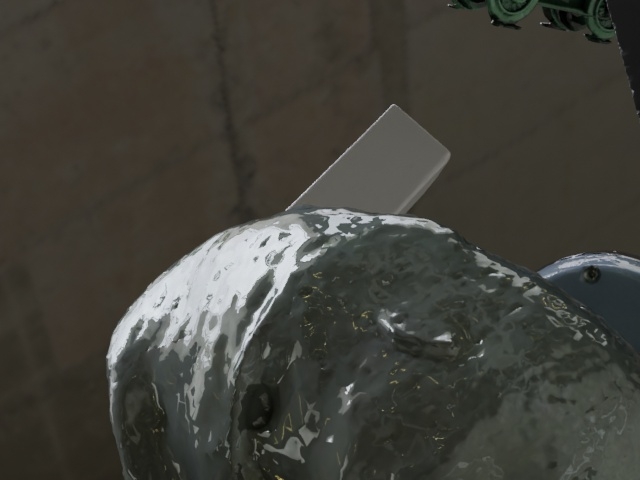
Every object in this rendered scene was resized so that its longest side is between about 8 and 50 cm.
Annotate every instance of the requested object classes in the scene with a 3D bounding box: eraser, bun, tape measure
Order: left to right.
[{"bbox_3d":[-0.001,0.000,1.586,0.298,0.078,0.076,-46,-6,-34],"label":"eraser"},{"bbox_3d":[0.031,0.148,0.910,0.194,0.354,0.354,-51,-28,-38],"label":"bun"},{"bbox_3d":[0.215,0.100,1.330,0.182,0.181,0.107,-55,-4,16],"label":"tape measure"}]

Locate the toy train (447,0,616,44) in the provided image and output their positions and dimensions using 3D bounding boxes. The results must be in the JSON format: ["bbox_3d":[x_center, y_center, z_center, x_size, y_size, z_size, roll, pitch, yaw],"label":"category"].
[{"bbox_3d":[0.216,-0.273,1.633,0.269,0.115,0.154,6,-78,-27],"label":"toy train"}]

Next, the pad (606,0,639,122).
[{"bbox_3d":[0.264,-0.146,1.120,0.160,0.265,0.009,-23,-22,32],"label":"pad"}]
